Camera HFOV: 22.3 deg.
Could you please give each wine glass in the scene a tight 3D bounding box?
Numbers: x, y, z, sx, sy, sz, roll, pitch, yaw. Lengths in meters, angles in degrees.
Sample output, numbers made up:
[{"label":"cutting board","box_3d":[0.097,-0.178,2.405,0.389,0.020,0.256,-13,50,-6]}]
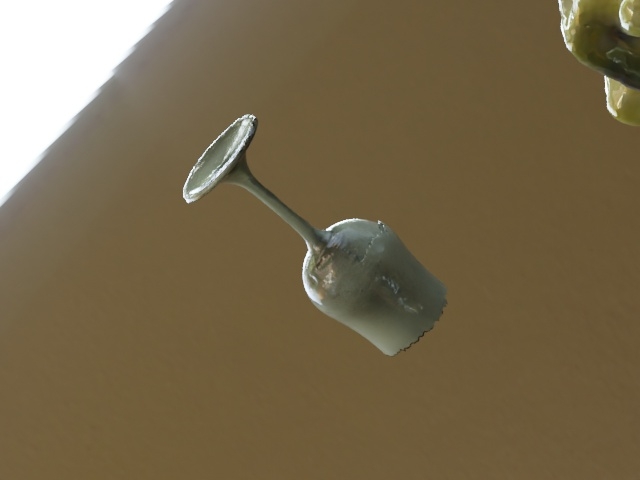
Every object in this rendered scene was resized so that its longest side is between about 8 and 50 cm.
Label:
[{"label":"wine glass","box_3d":[0.000,0.000,1.157,0.079,0.195,0.079,-42,-159,20]}]

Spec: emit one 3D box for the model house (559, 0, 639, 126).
[{"label":"model house","box_3d":[0.135,-0.205,0.729,0.261,0.266,0.321,-3,-119,11]}]
